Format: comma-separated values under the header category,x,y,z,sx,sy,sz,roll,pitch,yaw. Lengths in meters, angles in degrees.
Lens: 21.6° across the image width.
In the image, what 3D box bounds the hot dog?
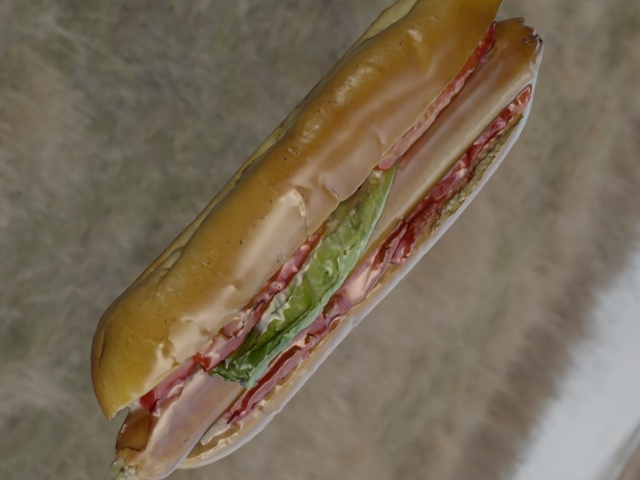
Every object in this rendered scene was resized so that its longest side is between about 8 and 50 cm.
category,x,y,z,sx,sy,sz,roll,pitch,yaw
hot dog,0.000,0.000,0.623,0.235,0.062,0.092,-50,144,-10
